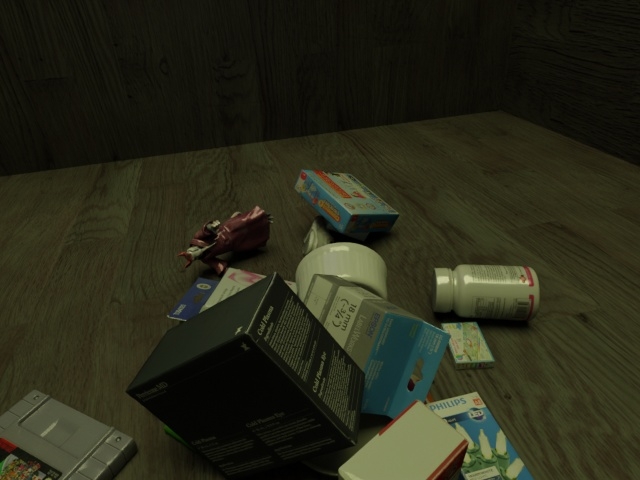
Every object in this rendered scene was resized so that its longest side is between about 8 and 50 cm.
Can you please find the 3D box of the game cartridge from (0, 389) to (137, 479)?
[{"bbox_3d":[-0.626,0.484,0.981,0.354,0.068,0.230,12,30,23],"label":"game cartridge"}]

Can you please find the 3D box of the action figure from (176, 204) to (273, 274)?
[{"bbox_3d":[-0.361,-0.016,1.592,0.370,0.248,0.275,-24,36,-35],"label":"action figure"}]

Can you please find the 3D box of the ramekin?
[{"bbox_3d":[0.064,0.153,1.257,0.276,0.277,0.135,-3,39,1],"label":"ramekin"}]

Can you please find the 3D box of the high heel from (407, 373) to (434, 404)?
[{"bbox_3d":[0.185,0.367,1.105,0.117,0.082,0.244,-46,56,8],"label":"high heel"}]

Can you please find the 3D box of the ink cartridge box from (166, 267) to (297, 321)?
[{"bbox_3d":[-0.234,0.168,1.286,0.329,0.072,0.324,13,13,-4],"label":"ink cartridge box"}]

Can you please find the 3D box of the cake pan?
[{"bbox_3d":[0.055,0.419,1.020,0.292,0.054,0.293,-2,31,1],"label":"cake pan"}]

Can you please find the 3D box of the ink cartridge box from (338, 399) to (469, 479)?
[{"bbox_3d":[0.135,0.448,0.759,0.196,0.273,0.114,-26,42,-32],"label":"ink cartridge box"}]

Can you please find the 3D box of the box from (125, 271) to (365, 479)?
[{"bbox_3d":[-0.139,0.286,0.885,0.343,0.313,0.179,-28,22,26],"label":"box"}]

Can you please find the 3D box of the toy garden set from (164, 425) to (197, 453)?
[{"bbox_3d":[-0.301,0.384,1.116,0.203,0.049,0.244,17,37,29],"label":"toy garden set"}]

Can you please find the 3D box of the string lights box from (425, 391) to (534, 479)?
[{"bbox_3d":[0.327,0.454,0.903,0.133,0.077,0.260,-9,35,-12],"label":"string lights box"}]

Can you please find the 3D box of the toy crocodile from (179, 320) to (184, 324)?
[{"bbox_3d":[-0.343,0.286,1.162,0.105,0.115,0.340,-24,19,-7],"label":"toy crocodile"}]

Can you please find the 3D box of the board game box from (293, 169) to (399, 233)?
[{"bbox_3d":[0.103,-0.154,1.710,0.301,0.086,0.308,-4,40,-46],"label":"board game box"}]

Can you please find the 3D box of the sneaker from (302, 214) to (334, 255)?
[{"bbox_3d":[0.000,0.000,1.704,0.115,0.105,0.281,27,29,-8],"label":"sneaker"}]

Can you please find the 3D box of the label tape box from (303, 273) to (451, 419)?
[{"bbox_3d":[0.091,0.248,1.006,0.333,0.241,0.105,24,7,38],"label":"label tape box"}]

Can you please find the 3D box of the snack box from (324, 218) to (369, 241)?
[{"bbox_3d":[0.100,-0.098,1.785,0.174,0.070,0.207,19,28,-18],"label":"snack box"}]

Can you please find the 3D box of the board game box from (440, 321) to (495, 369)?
[{"bbox_3d":[0.407,0.291,1.223,0.103,0.026,0.154,-3,31,1],"label":"board game box"}]

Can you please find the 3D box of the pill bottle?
[{"bbox_3d":[0.484,0.153,1.312,0.282,0.161,0.160,2,32,8],"label":"pill bottle"}]
